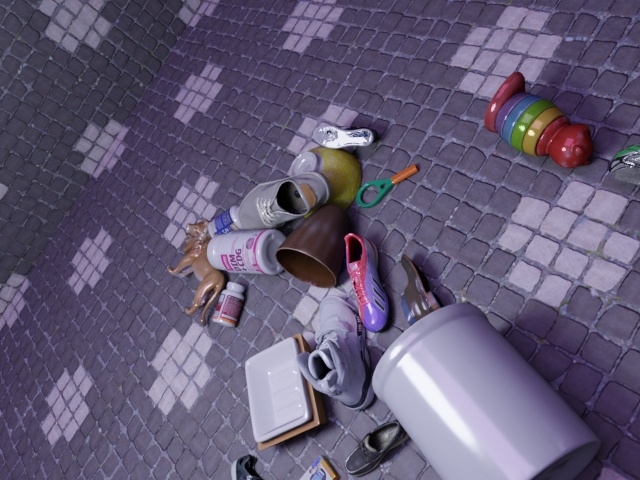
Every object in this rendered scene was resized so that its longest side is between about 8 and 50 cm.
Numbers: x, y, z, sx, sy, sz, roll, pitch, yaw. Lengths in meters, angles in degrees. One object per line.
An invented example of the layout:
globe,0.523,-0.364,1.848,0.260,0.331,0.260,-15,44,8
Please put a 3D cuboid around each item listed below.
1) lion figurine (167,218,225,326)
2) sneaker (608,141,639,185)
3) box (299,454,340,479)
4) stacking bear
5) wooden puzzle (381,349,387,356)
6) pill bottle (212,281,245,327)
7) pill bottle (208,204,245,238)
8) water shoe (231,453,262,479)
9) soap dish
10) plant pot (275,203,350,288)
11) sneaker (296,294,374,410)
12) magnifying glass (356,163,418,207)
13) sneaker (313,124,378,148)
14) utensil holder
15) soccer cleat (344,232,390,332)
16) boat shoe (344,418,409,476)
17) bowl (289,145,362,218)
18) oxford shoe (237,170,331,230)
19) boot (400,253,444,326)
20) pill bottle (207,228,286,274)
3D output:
lion figurine,-0.445,0.114,2.185,0.240,0.142,0.392,-39,61,8
sneaker,0.823,-0.128,1.281,0.344,0.134,0.146,23,84,43
box,-0.015,0.683,1.596,0.136,0.028,0.081,-51,47,3
stacking bear,0.605,-0.300,1.539,0.164,0.175,0.289,-48,54,5
wooden puzzle,0.203,0.332,1.621,0.083,0.006,0.049,-32,51,21
pill bottle,-0.325,0.231,2.041,0.086,0.086,0.151,5,71,40
pill bottle,-0.330,-0.070,2.185,0.187,0.112,0.111,-32,51,23
water shoe,-0.213,0.739,1.694,0.080,0.073,0.203,-37,50,15
soap dish,-0.106,0.460,1.724,0.229,0.118,0.290,-31,52,22
plant pot,0.000,0.000,1.841,0.216,0.215,0.230,4,55,40
sneaker,0.034,0.295,1.635,0.137,0.210,0.365,-31,51,22
magnifying glass,0.218,-0.182,1.871,0.231,0.026,0.092,-31,51,25
sneaker,0.093,-0.361,1.988,0.217,0.121,0.079,8,104,18
utensil holder,0.354,0.386,1.260,0.327,0.328,0.385,-46,50,10
soccer cleat,0.129,0.124,1.713,0.109,0.116,0.318,-25,54,27
boat shoe,0.141,0.544,1.512,0.223,0.073,0.080,-42,48,13
bowl,-0.015,-0.224,1.986,0.290,0.156,0.289,-18,57,30
oxford shoe,-0.155,-0.121,1.939,0.450,0.169,0.130,-17,16,45
boot,0.258,0.142,1.627,0.106,0.082,0.219,-37,51,14
pill bottle,-0.264,0.042,2.041,0.283,0.160,0.160,-1,67,39
